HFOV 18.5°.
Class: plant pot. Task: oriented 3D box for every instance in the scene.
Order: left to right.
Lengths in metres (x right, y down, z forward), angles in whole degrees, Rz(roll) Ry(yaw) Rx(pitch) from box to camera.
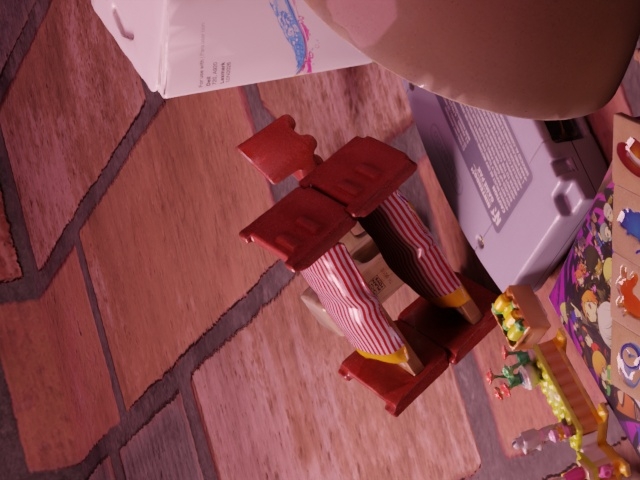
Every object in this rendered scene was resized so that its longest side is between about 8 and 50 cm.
[{"bbox_3d":[0.136,-0.251,1.458,0.284,0.284,0.191,59,135,40],"label":"plant pot"}]

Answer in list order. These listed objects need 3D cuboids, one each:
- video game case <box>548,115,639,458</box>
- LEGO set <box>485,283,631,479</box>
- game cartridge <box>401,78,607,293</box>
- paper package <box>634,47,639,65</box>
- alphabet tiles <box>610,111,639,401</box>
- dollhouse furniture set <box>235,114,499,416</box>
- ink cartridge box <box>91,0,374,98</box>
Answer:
[{"bbox_3d":[0.270,0.052,1.538,0.232,0.041,0.210,108,144,-49],"label":"video game case"},{"bbox_3d":[0.185,0.182,1.654,0.132,0.107,0.287,157,94,-80],"label":"LEGO set"},{"bbox_3d":[0.151,-0.112,1.737,0.198,0.062,0.297,111,142,-59],"label":"game cartridge"},{"bbox_3d":[0.365,-0.061,0.984,0.309,0.168,0.325,-47,52,36],"label":"paper package"},{"bbox_3d":[0.295,0.052,1.415,0.285,0.011,0.343,35,132,57],"label":"alphabet tiles"},{"bbox_3d":[0.000,0.000,1.914,0.201,0.152,0.374,55,168,-27],"label":"dollhouse furniture set"},{"bbox_3d":[-0.058,-0.251,1.875,0.201,0.278,0.117,-128,34,-47],"label":"ink cartridge box"}]
